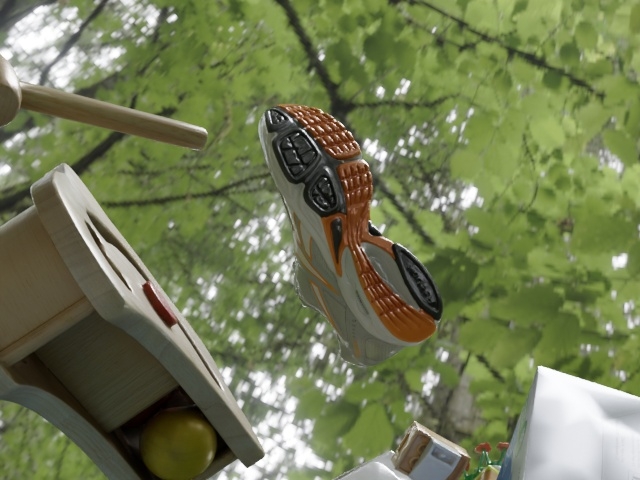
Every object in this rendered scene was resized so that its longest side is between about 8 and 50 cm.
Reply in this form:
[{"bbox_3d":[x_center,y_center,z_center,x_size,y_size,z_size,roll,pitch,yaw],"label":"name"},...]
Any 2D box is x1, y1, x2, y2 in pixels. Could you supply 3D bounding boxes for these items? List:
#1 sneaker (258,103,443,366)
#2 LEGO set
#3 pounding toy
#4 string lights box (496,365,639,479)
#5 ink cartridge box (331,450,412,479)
[{"bbox_3d":[0.000,0.000,1.088,0.121,0.099,0.262,-46,-116,47],"label":"sneaker"},{"bbox_3d":[0.200,0.183,0.909,0.287,0.107,0.132,3,-59,10],"label":"LEGO set"},{"bbox_3d":[-0.100,0.021,0.620,0.155,0.154,0.269,-34,-59,-2],"label":"pounding toy"},{"bbox_3d":[0.107,0.215,0.629,0.076,0.133,0.260,18,-65,6],"label":"string lights box"},{"bbox_3d":[0.064,0.420,1.481,0.171,0.168,0.233,35,-56,31],"label":"ink cartridge box"}]
